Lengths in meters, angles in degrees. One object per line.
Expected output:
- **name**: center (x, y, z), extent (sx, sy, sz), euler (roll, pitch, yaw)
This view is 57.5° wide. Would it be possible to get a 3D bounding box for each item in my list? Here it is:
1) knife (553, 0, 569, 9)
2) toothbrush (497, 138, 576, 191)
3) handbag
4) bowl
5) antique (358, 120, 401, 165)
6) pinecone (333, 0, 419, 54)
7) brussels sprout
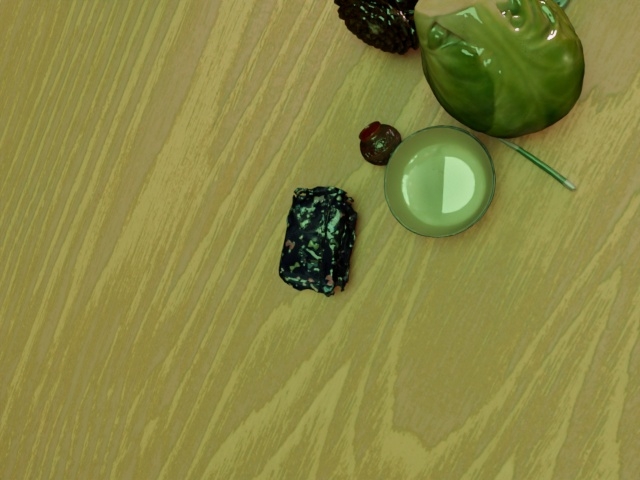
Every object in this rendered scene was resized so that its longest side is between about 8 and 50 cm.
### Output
- **knife**: center (0.533, -0.561, 1.228), extent (0.044, 0.023, 0.162), euler (34, 102, 25)
- **toothbrush**: center (0.445, -0.187, 1.264), extent (0.257, 0.018, 0.024), euler (42, 97, 17)
- **handbag**: center (0.000, 0.000, 1.385), extent (0.162, 0.113, 0.260), euler (10, 95, 27)
- **bowl**: center (0.265, -0.124, 1.274), extent (0.238, 0.126, 0.238), euler (0, 90, 21)
- **antique**: center (0.139, -0.220, 1.340), extent (0.104, 0.104, 0.104), euler (0, 90, 21)
- **pinecone**: center (0.180, -0.551, 1.269), extent (0.246, 0.246, 0.292), euler (41, 84, 16)
- **brussels sprout**: center (0.339, -0.368, 1.144), extent (0.281, 0.355, 0.289), euler (-31, 40, 31)
